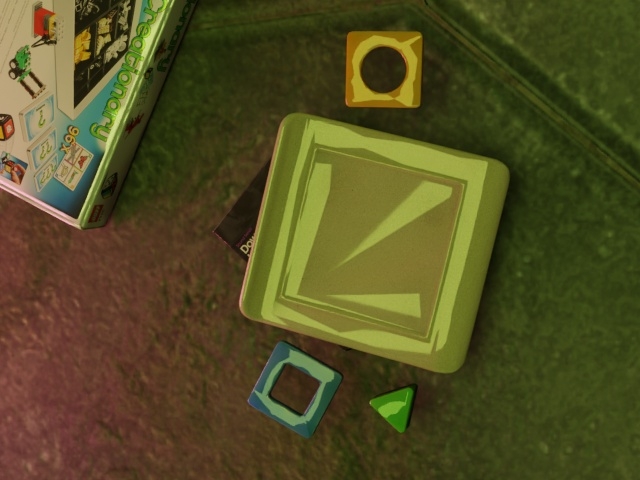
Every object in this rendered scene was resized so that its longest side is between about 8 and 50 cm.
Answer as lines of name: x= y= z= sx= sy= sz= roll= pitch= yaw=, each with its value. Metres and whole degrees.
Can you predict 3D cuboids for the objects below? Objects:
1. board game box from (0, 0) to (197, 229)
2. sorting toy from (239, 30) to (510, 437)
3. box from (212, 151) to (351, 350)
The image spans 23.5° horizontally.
board game box: x=-0.228 y=-0.187 z=1.393 sx=0.193 sy=0.053 sz=0.305 roll=27 pitch=101 yaw=16
sorting toy: x=0.046 y=-0.001 z=1.287 sx=0.196 sy=0.047 sz=0.348 roll=15 pitch=96 yaw=12
box: x=0.000 y=0.000 z=1.339 sx=0.162 sy=0.029 sz=0.116 roll=41 pitch=104 yaw=13
